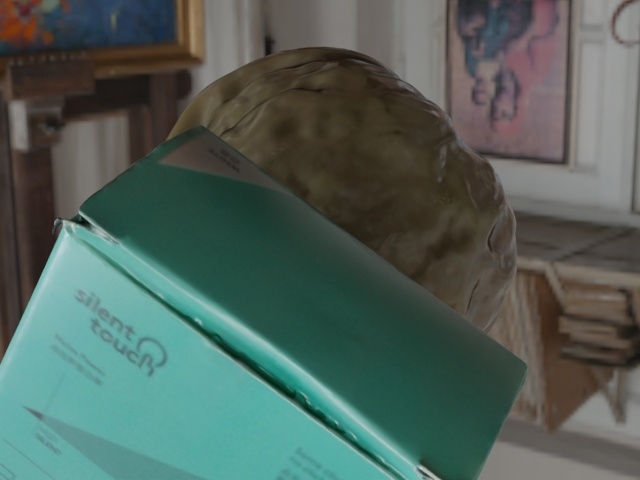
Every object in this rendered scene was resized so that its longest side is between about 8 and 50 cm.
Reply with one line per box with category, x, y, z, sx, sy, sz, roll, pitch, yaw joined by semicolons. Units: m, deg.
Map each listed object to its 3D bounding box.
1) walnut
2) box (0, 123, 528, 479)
walnut;0.001;0.002;0.809;0.248;0.248;0.248;0;-166;0
box;-0.065;0.121;0.623;0.205;0.311;0.118;35;-142;3
